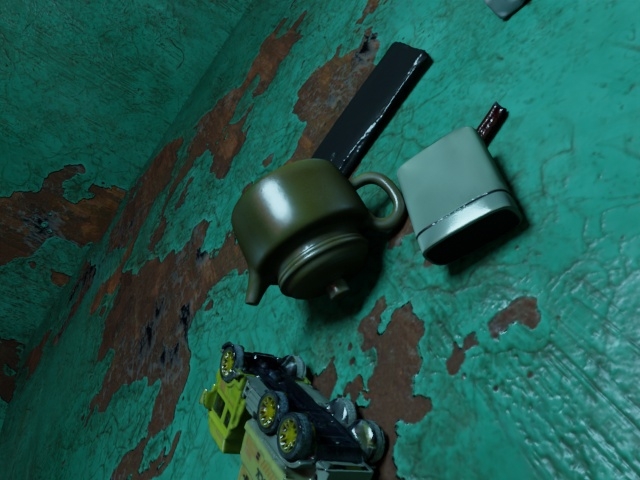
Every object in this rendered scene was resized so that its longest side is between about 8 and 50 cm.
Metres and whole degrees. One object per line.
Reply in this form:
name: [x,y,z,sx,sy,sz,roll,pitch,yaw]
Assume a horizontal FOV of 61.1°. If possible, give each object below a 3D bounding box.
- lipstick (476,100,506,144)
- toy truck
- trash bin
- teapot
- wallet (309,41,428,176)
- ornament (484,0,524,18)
lipstick: [0.185,-0.100,0.704,0.176,0.027,0.027,-55,30,4]
toy truck: [-0.050,0.243,0.663,0.272,0.124,0.157,25,96,57]
trash bin: [0.158,-0.053,0.640,0.116,0.059,0.130,-32,49,26]
teapot: [0.000,0.000,0.767,0.268,0.185,0.175,-30,69,-2]
wallet: [0.079,-0.227,0.970,0.285,0.030,0.146,-54,27,12]
ornament: [0.261,-0.514,0.735,0.239,0.240,0.239,-33,38,38]
